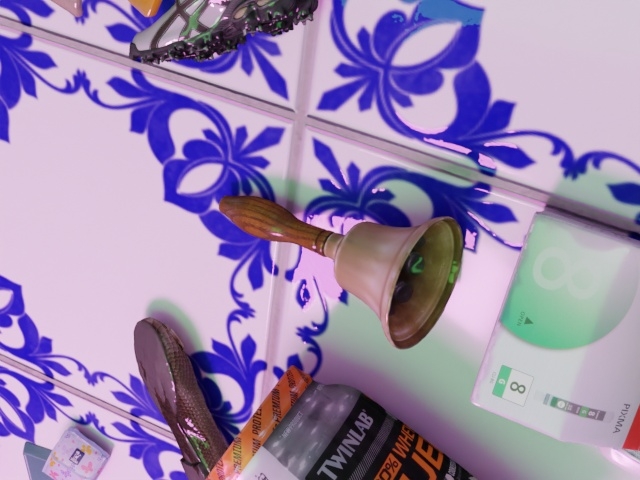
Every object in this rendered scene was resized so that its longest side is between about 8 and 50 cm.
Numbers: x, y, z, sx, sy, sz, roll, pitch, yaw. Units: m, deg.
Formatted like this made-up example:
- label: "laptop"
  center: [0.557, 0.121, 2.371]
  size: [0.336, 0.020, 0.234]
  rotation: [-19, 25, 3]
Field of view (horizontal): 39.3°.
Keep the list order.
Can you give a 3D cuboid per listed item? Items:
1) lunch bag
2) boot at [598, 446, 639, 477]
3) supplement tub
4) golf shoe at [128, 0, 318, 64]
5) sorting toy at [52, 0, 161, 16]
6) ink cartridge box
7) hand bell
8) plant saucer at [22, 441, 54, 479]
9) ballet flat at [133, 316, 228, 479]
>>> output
- label: "lunch bag"
  center: [-0.334, 0.302, 1.233]
  size: [0.071, 0.053, 0.083]
  rotation: [36, 120, 3]
- label: "boot"
  center: [0.345, 0.187, 0.785]
  size: [0.190, 0.069, 0.086]
  rotation: [23, 121, 16]
- label: "supplement tub"
  center: [0.051, 0.282, 0.922]
  size: [0.316, 0.193, 0.193]
  rotation: [36, 129, 3]
- label: "golf shoe"
  center: [-0.094, -0.212, 0.786]
  size: [0.198, 0.077, 0.093]
  rotation: [-12, 95, 31]
- label: "sorting toy"
  center: [-0.266, -0.316, 0.784]
  size: [0.348, 0.047, 0.196]
  rotation: [33, 126, 19]
- label: "ink cartridge box"
  center: [0.259, 0.093, 0.749]
  size: [0.225, 0.056, 0.180]
  rotation: [21, 106, 19]
- label: "hand bell"
  center: [0.000, 0.000, 0.856]
  size: [0.242, 0.126, 0.126]
  rotation: [22, 128, 31]
- label: "plant saucer"
  center: [-0.403, 0.385, 1.343]
  size: [0.067, 0.018, 0.192]
  rotation: [12, 123, 22]
- label: "ballet flat"
  center: [-0.157, 0.200, 1.079]
  size: [0.084, 0.058, 0.249]
  rotation: [1, 115, 53]
